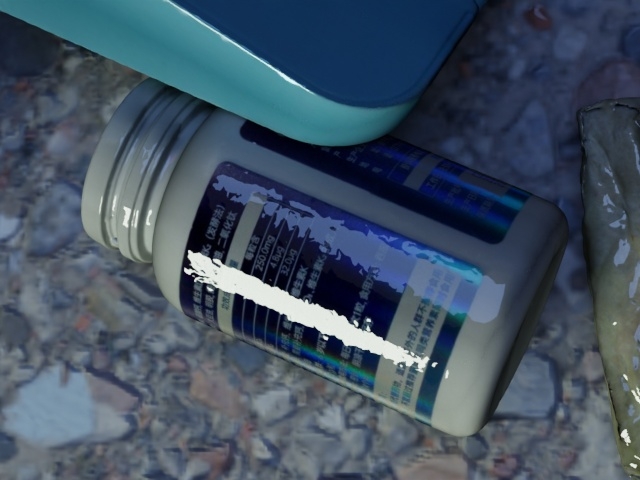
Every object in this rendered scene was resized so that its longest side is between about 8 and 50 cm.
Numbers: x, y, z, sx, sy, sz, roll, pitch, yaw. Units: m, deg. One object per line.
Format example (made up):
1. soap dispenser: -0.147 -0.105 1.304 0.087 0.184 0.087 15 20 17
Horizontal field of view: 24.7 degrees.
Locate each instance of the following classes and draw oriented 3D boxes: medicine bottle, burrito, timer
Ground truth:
1. medicine bottle: 0.000 0.000 0.624 0.192 0.107 0.107 23 80 13
2. burrito: 0.147 0.026 0.631 0.058 0.045 0.188 -13 76 30
3. timer: -0.034 -0.162 0.652 0.250 0.091 0.232 32 54 5
